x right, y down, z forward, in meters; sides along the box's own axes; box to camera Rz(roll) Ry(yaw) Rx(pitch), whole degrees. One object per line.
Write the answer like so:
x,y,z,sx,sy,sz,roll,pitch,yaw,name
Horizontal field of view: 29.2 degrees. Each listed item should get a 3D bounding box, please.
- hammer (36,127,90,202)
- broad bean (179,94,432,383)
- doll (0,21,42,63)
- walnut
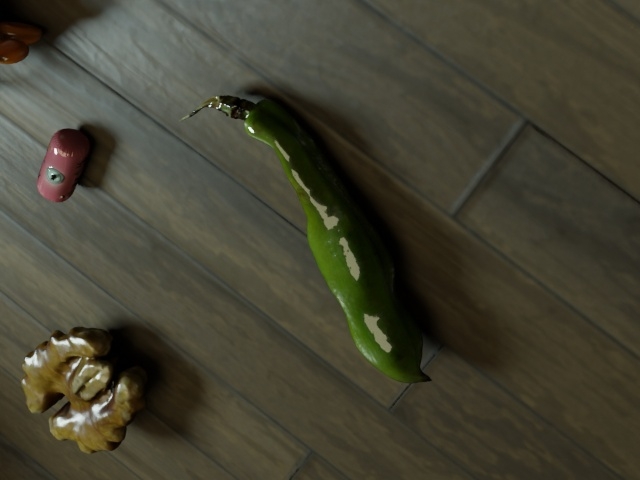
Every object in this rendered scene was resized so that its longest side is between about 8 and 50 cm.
-0.252,-0.072,1.199,0.043,0.043,0.083,38,132,4,hammer
0.006,-0.004,1.074,0.318,0.056,0.098,54,140,-4,broad bean
-0.365,-0.173,1.142,0.221,0.143,0.135,12,126,35,doll
-0.253,0.159,1.349,0.143,0.069,0.170,50,132,-5,walnut
